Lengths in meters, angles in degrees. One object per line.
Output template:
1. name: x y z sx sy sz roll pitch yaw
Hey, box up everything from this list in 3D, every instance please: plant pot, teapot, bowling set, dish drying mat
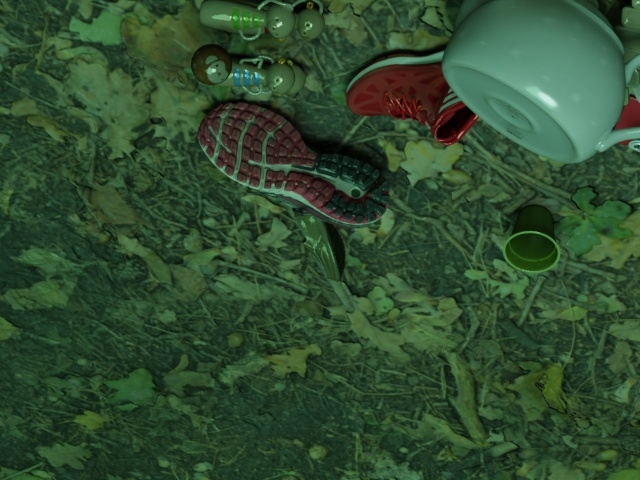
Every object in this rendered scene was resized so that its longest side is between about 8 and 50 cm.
1. plant pot: 0.315 -0.009 2.199 0.083 0.079 0.083 7 135 8
2. teapot: 0.295 -0.229 1.876 0.256 0.187 0.252 41 171 -27
3. bowling set: -0.080 -0.259 1.992 0.154 0.199 0.287 7 138 6
4. dish drying mat: 0.430 -0.167 2.071 0.032 0.008 0.083 16 134 -2

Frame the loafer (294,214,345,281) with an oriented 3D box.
1. loafer: 0.000 0.000 2.310 0.050 0.056 0.148 -6 121 21

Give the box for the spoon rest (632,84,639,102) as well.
1. spoon rest: 0.513 -0.268 1.893 0.084 0.137 0.276 -6 159 -40

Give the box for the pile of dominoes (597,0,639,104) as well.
1. pile of dominoes: 0.348 -0.277 1.954 0.196 0.040 0.251 31 138 13

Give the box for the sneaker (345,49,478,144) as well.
1. sneaker: 0.126 -0.187 2.037 0.221 0.128 0.087 -16 136 30

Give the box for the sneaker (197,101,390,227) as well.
1. sneaker: -0.048 -0.096 2.193 0.299 0.120 0.112 29 164 -3

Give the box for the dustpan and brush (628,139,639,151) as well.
1. dustpan and brush: 0.529 -0.127 2.045 0.211 0.060 0.147 12 135 4
